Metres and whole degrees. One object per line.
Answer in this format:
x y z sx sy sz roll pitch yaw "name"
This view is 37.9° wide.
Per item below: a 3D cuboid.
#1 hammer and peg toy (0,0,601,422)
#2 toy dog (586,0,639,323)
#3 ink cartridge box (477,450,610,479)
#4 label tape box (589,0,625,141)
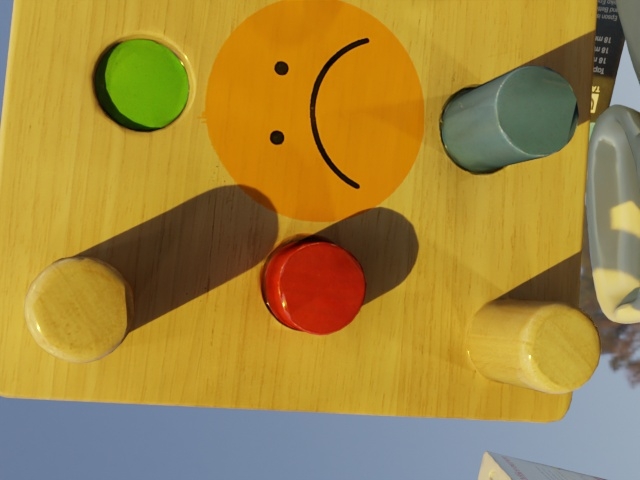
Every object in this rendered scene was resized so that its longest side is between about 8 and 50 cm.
0.000 0.000 0.397 0.266 0.127 0.361 5 -94 -16 "hammer and peg toy"
0.413 -0.091 0.634 0.408 0.284 0.395 10 -137 -7 "toy dog"
0.274 0.307 1.059 0.127 0.175 0.072 -140 64 -85 "ink cartridge box"
0.160 -0.222 0.867 0.241 0.106 0.333 2 -68 -14 "label tape box"
